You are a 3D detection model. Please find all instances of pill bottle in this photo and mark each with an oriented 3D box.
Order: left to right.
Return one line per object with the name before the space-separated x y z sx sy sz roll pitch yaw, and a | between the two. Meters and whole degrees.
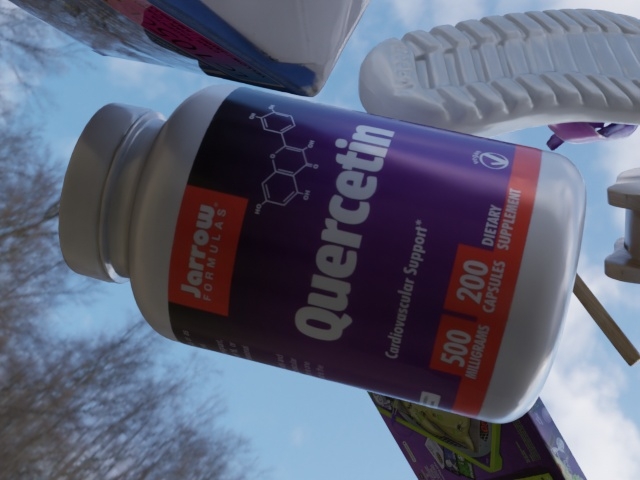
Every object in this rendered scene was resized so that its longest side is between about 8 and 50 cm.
pill bottle | 0.000 0.000 0.623 0.323 0.181 0.181 13 -60 8

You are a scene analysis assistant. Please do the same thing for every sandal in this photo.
sandal | 0.222 -0.143 0.895 0.416 0.169 0.102 -4 -42 -19

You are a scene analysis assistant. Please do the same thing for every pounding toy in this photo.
pounding toy | 0.322 0.020 0.797 0.269 0.154 0.155 12 -70 45

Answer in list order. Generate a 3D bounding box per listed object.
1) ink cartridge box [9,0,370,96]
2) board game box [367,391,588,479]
ink cartridge box | -0.088 -0.251 0.567 0.151 0.395 0.270 30 -93 -32
board game box | 0.181 0.230 1.117 0.208 0.056 0.347 -28 -87 39
